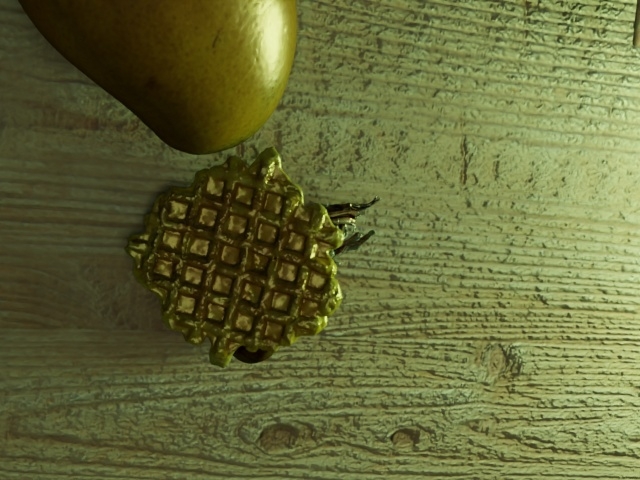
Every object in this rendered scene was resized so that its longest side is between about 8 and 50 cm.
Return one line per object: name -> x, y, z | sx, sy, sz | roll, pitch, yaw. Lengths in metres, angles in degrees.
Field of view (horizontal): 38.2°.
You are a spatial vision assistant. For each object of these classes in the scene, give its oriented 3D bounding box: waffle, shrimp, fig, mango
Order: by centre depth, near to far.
mango -> -0.159, -0.257, 0.953 | 0.264, 0.221, 0.378 | -35, 124, -9
waffle -> -0.093, 0.024, 1.100 | 0.243, 0.059, 0.238 | -27, 90, 3
shrimp -> -0.001, -0.001, 1.162 | 0.190, 0.075, 0.073 | -34, 81, -14
fig -> -0.074, 0.108, 1.178 | 0.098, 0.082, 0.084 | -26, 102, -50

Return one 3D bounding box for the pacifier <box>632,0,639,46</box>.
pacifier -> 0.362, -0.392, 1.063 | 0.273, 0.220, 0.332 | 5, 92, -19
